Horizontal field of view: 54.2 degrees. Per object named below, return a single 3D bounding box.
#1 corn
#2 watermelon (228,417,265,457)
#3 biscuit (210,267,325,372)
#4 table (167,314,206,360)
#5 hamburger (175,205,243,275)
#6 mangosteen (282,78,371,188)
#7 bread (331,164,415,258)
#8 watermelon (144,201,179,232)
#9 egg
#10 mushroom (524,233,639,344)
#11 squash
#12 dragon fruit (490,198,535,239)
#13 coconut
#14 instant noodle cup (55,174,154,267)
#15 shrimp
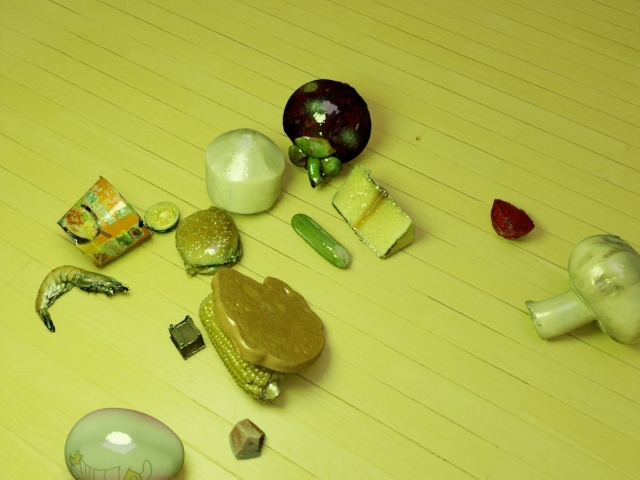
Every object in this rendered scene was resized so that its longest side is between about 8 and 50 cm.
[{"bbox_3d":[-0.209,0.277,1.648,0.130,0.130,0.347,-31,62,-20],"label":"corn"},{"bbox_3d":[-0.188,0.491,1.551,0.085,0.072,0.092,23,63,32],"label":"watermelon"},{"bbox_3d":[-0.137,0.206,1.647,0.312,0.057,0.351,0,40,-48],"label":"biscuit"},{"bbox_3d":[-0.361,0.257,1.680,0.070,0.082,0.083,-30,63,-20],"label":"table"},{"bbox_3d":[-0.327,-0.009,1.826,0.190,0.122,0.215,-8,56,-7],"label":"hamburger"},{"bbox_3d":[0.017,-0.354,1.969,0.311,0.311,0.311,1,58,-2],"label":"mangosteen"},{"bbox_3d":[0.167,-0.083,1.900,0.178,0.142,0.266,-46,65,18],"label":"bread"},{"bbox_3d":[-0.472,-0.063,1.887,0.106,0.062,0.105,-3,56,4],"label":"watermelon"},{"bbox_3d":[-0.458,0.497,1.464,0.271,0.196,0.196,23,59,2],"label":"egg"},{"bbox_3d":[0.744,0.158,1.717,0.336,0.314,0.314,-26,58,17],"label":"mushroom"},{"bbox_3d":[0.000,0.000,1.865,0.069,0.069,0.239,-38,66,-23],"label":"squash"},{"bbox_3d":[0.591,-0.048,1.922,0.106,0.083,0.162,3,38,-22],"label":"dragon fruit"},{"bbox_3d":[-0.226,-0.216,1.872,0.238,0.265,0.237,4,44,-3],"label":"coconut"},{"bbox_3d":[-0.622,-0.044,1.787,0.182,0.230,0.230,-42,68,-15],"label":"instant noodle cup"},{"bbox_3d":[-0.671,0.172,1.746,0.262,0.051,0.198,10,65,7],"label":"shrimp"}]
